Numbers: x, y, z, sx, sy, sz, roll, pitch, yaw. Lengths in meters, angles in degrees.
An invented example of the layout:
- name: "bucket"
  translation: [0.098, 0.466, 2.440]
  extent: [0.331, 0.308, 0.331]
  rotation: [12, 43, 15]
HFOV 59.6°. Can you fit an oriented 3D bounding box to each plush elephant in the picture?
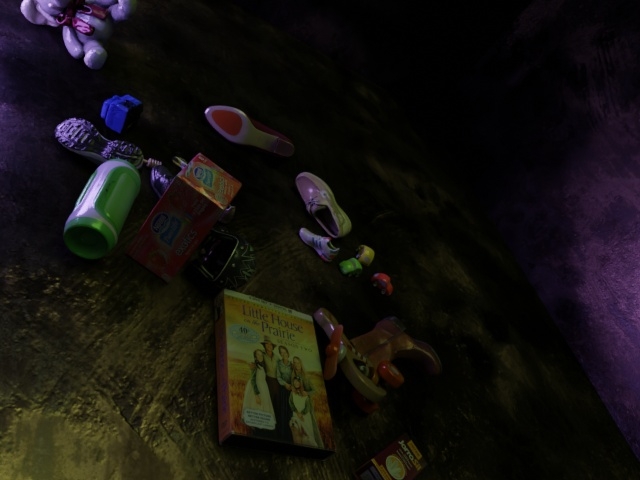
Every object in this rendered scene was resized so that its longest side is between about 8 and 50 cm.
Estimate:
- name: "plush elephant"
  translation: [-0.812, -0.763, 1.850]
  extent: [0.255, 0.272, 0.330]
  rotation: [33, 0, -42]

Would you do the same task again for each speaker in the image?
- name: "speaker"
  translation: [-0.550, -0.087, 1.428]
  extent: [0.131, 0.131, 0.296]
  rotation: [29, 33, -22]

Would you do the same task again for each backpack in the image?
- name: "backpack"
  translation: [-0.625, -0.413, 1.776]
  extent: [0.101, 0.098, 0.120]
  rotation: [36, 32, -4]

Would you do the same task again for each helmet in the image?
- name: "helmet"
  translation: [-0.256, 0.058, 1.542]
  extent: [0.161, 0.169, 0.169]
  rotation: [29, 28, 15]

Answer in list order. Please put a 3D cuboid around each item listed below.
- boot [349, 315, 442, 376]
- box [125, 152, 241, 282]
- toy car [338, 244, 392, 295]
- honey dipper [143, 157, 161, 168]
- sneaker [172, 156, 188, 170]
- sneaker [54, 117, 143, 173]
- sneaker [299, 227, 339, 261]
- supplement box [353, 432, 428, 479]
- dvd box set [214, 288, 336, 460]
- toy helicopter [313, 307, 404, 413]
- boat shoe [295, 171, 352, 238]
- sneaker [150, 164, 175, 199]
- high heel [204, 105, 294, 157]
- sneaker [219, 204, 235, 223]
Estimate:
- name: "boot"
  translation: [0.244, 0.376, 1.795]
  extent: [0.264, 0.096, 0.280]
  rotation: [51, 32, 13]
- name: "box"
  translation: [-0.352, -0.056, 1.444]
  extent: [0.142, 0.300, 0.154]
  rotation: [37, 32, -10]
- name: "toy car"
  translation: [0.162, 0.099, 2.084]
  extent: [0.225, 0.053, 0.239]
  rotation: [5, 47, -46]
- name: "honey dipper"
  translation: [-0.568, -0.255, 1.712]
  extent: [0.161, 0.030, 0.030]
  rotation: [21, 37, -29]
- name: "sneaker"
  translation: [-0.447, -0.249, 1.840]
  extent: [0.083, 0.031, 0.035]
  rotation: [44, 30, 2]
- name: "sneaker"
  translation: [-0.630, -0.253, 1.588]
  extent: [0.271, 0.108, 0.100]
  rotation: [27, 64, 2]
- name: "sneaker"
  translation: [0.000, 0.000, 2.000]
  extent: [0.161, 0.075, 0.057]
  rotation: [44, 30, 2]
- name: "supplement box"
  translation: [0.186, 0.597, 1.465]
  extent: [0.188, 0.081, 0.104]
  rotation: [-10, 58, -54]
- name: "dvd box set"
  translation: [-0.124, 0.339, 1.449]
  extent: [0.308, 0.062, 0.420]
  rotation: [23, 36, -31]
- name: "toy helicopter"
  translation: [0.065, 0.320, 1.617]
  extent: [0.235, 0.140, 0.355]
  rotation: [31, 16, -44]
- name: "boat shoe"
  translation: [-0.001, -0.136, 2.144]
  extent: [0.302, 0.109, 0.098]
  rotation: [54, 31, 8]
- name: "sneaker"
  translation: [-0.430, -0.162, 1.660]
  extent: [0.087, 0.130, 0.227]
  rotation: [12, 40, -44]
- name: "high heel"
  translation: [-0.284, -0.424, 2.219]
  extent: [0.377, 0.127, 0.181]
  rotation: [28, 5, -16]
- name: "sneaker"
  translation: [-0.328, -0.145, 1.808]
  extent: [0.066, 0.071, 0.188]
  rotation: [-8, 58, -53]
